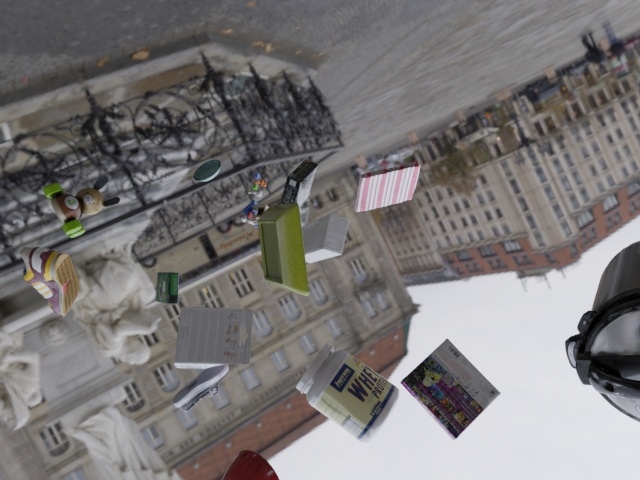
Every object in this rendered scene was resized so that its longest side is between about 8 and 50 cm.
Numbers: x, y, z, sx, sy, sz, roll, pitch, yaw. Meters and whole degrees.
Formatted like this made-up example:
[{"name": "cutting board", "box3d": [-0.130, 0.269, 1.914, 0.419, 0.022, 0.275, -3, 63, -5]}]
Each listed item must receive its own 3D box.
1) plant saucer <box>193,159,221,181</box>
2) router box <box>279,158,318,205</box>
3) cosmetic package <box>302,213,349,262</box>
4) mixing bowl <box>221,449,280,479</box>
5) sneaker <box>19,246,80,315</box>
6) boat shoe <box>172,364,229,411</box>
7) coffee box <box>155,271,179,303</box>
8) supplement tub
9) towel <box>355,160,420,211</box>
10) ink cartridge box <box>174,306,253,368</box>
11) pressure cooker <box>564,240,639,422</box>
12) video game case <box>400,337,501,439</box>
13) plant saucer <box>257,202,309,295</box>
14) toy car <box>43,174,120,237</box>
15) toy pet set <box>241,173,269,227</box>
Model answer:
[{"name": "plant saucer", "box3d": [-0.423, -0.259, 2.213, 0.119, 0.021, 0.119, -18, -140, 16]}, {"name": "router box", "box3d": [-0.052, -0.131, 1.414, 0.122, 0.038, 0.092, -53, 163, -55]}, {"name": "cosmetic package", "box3d": [0.000, 0.000, 1.607, 0.061, 0.098, 0.239, 19, 167, -17]}, {"name": "mixing bowl", "box3d": [-0.192, 0.646, 1.505, 0.181, 0.181, 0.098, -23, 179, 41]}, {"name": "sneaker", "box3d": [-0.524, 0.075, 1.134, 0.185, 0.084, 0.069, 108, 0, -47]}, {"name": "boat shoe", "box3d": [-0.383, 0.493, 1.946, 0.229, 0.076, 0.080, -38, -156, 4]}, {"name": "coffee box", "box3d": [-0.545, 0.167, 2.087, 0.041, 0.113, 0.184, 3, 174, -28]}, {"name": "supplement tub", "box3d": [0.097, 0.544, 2.113, 0.235, 0.325, 0.235, -54, 172, -11]}, {"name": "towel", "box3d": [0.194, -0.158, 1.719, 0.197, 0.029, 0.144, -14, 140, -17]}, {"name": "ink cartridge box", "box3d": [-0.334, 0.308, 1.852, 0.233, 0.189, 0.066, 4, 152, -5]}, {"name": "pressure cooker", "box3d": [0.796, 0.219, 1.332, 0.420, 0.376, 0.369, -41, 164, -49]}, {"name": "video game case", "box3d": [0.400, 0.454, 1.808, 0.210, 0.232, 0.041, -38, 162, -20]}, {"name": "plant saucer", "box3d": [-0.086, 0.019, 1.230, 0.045, 0.188, 0.188, -8, -176, -21]}, {"name": "toy car", "box3d": [-0.733, -0.122, 1.831, 0.188, 0.155, 0.149, -28, 180, -16]}, {"name": "toy pet set", "box3d": [-0.177, -0.092, 1.499, 0.065, 0.122, 0.114, 1, 157, 20]}]
